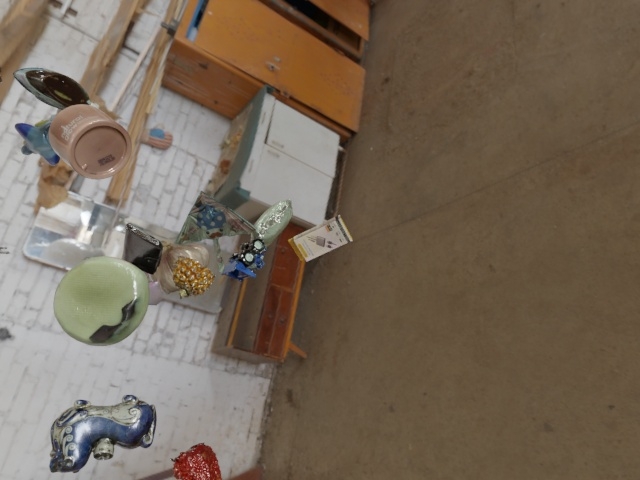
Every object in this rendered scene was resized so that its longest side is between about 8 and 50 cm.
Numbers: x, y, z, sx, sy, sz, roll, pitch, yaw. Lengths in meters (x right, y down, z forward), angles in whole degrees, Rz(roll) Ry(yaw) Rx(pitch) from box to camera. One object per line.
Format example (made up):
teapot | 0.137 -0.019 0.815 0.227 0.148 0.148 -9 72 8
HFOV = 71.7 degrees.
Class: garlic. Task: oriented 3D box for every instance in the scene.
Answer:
garlic | -0.731 0.122 2.285 0.322 0.241 0.322 -8 52 10

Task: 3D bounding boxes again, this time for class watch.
watch | -0.851 0.292 2.015 0.248 0.211 0.217 -52 24 3

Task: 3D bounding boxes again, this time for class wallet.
wallet | -0.767 0.051 1.900 0.318 0.172 0.045 -46 16 52

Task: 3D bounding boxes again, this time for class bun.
bun | -0.667 0.189 1.389 0.179 0.283 0.283 99 -170 -82

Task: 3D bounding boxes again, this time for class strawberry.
strawberry | -0.374 0.750 1.446 0.208 0.167 0.087 39 111 20

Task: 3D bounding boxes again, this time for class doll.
doll | -1.060 -0.445 1.815 0.366 0.187 0.376 -39 9 -13

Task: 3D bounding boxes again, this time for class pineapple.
pineapple | -0.500 0.161 1.680 0.176 0.162 0.136 86 -157 -55

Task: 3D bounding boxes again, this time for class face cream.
face cream | -0.539 -0.231 1.043 0.104 0.149 0.149 35 102 28

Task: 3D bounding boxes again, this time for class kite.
kite | -0.385 -0.028 1.604 0.011 0.335 0.314 -58 -41 -68

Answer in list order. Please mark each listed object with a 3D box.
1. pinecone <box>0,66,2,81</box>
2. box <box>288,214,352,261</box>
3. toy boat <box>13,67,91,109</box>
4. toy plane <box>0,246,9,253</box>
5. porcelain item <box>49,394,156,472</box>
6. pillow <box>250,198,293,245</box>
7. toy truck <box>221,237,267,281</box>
pinecone | -1.145 -0.539 1.440 0.179 0.184 0.204 52 121 18
box | 0.000 0.000 1.868 0.247 0.129 0.033 -26 29 10
toy boat | -0.918 -0.518 1.521 0.262 0.115 0.114 17 -96 -78
toy plane | -0.874 0.083 1.042 0.182 0.273 0.107 166 93 -71
porcelain item | -0.639 0.571 1.309 0.138 0.288 0.186 111 154 -44
pillow | -0.278 -0.077 2.437 0.310 0.138 0.283 -52 1 -28
toy truck | -0.315 0.094 1.891 0.113 0.126 0.208 -18 26 47
